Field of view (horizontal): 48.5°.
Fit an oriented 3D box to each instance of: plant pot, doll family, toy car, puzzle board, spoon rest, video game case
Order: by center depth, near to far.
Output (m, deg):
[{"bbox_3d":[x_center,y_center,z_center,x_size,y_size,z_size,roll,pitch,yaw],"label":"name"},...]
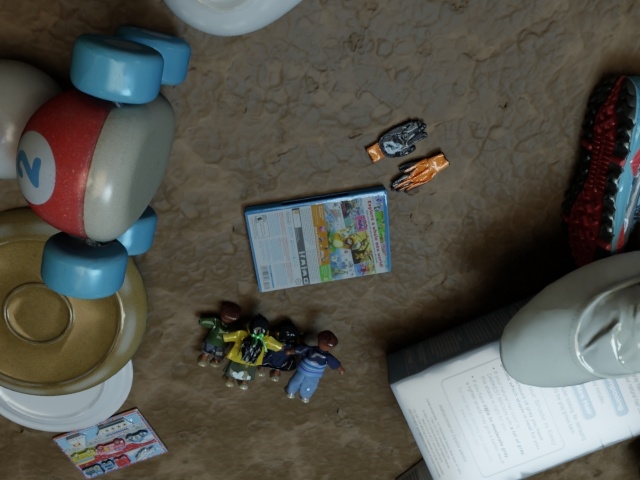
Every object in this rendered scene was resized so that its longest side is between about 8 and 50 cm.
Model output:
[{"bbox_3d":[-0.266,-0.098,0.650,0.238,0.210,0.219,14,110,-3],"label":"toy car"},{"bbox_3d":[-0.022,-0.263,0.653,0.277,0.084,0.137,-3,123,9],"label":"spoon rest"},{"bbox_3d":[-0.318,0.079,0.809,0.237,0.032,0.236,-1,108,-4],"label":"plant pot"},{"bbox_3d":[0.000,0.000,0.856,0.167,0.015,0.119,-9,124,-3],"label":"video game case"},{"bbox_3d":[-0.062,0.139,0.908,0.193,0.076,0.111,14,116,-24],"label":"doll family"},{"bbox_3d":[-0.295,0.290,1.003,0.128,0.011,0.096,-20,124,4],"label":"puzzle board"}]

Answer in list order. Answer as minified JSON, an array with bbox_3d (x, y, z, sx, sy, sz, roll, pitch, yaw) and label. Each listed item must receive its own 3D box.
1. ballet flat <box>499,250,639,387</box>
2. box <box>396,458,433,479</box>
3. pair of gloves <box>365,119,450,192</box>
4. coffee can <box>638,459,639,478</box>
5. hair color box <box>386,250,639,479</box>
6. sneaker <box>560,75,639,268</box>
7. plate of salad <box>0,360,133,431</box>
[{"bbox_3d":[0.397,0.072,0.772,0.401,0.139,0.139,-18,124,-2],"label":"ballet flat"},{"bbox_3d":[0.253,0.311,1.073,0.063,0.067,0.324,36,110,-28],"label":"box"},{"bbox_3d":[0.100,-0.095,0.812,0.074,0.010,0.083,-31,120,13],"label":"pair of gloves"},{"bbox_3d":[0.653,0.434,1.138,0.202,0.201,0.275,-31,122,11],"label":"coffee can"},{"bbox_3d":[0.294,0.176,0.923,0.375,0.113,0.185,-24,98,7],"label":"hair color box"},{"bbox_3d":[0.369,-0.060,0.824,0.125,0.104,0.261,-4,124,-9],"label":"sneaker"},{"bbox_3d":[-0.333,0.154,0.883,0.200,0.048,0.199,-1,115,-2],"label":"plate of salad"}]
